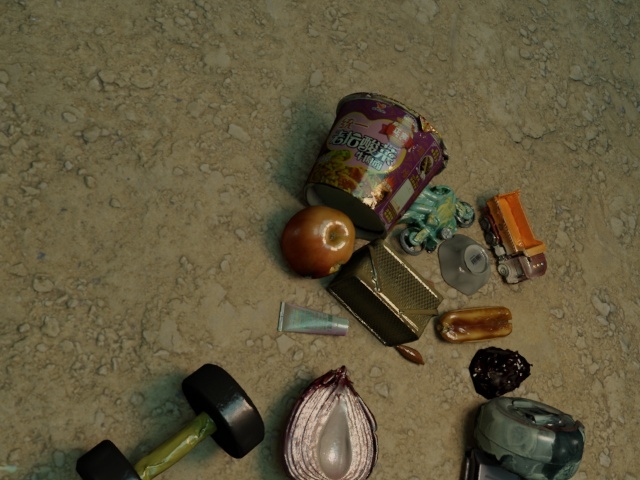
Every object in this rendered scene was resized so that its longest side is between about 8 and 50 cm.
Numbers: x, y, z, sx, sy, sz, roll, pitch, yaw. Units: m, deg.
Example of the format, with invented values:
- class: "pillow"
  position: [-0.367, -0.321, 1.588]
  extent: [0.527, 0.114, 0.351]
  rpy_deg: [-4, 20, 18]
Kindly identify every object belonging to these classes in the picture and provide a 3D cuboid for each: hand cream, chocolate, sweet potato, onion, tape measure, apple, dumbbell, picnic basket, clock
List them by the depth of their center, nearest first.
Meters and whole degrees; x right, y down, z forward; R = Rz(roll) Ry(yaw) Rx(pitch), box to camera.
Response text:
- class: "dumbbell"
  position: [-0.292, 0.418, 1.156]
  extent: [0.323, 0.204, 0.203]
  rpy_deg: [-35, 91, -30]
- class: "onion"
  position: [0.019, 0.433, 1.345]
  extent: [0.227, 0.120, 0.283]
  rpy_deg: [17, 70, -18]
- class: "apple"
  position: [0.000, 0.000, 1.443]
  extent: [0.199, 0.199, 0.199]
  rpy_deg: [8, 71, -23]
- class: "hand cream"
  position: [-0.017, 0.203, 1.452]
  extent: [0.175, 0.047, 0.076]
  rpy_deg: [11, 70, -13]
- class: "picnic basket"
  position: [0.165, 0.135, 1.487]
  extent: [0.267, 0.165, 0.139]
  rpy_deg: [44, 59, -7]
- class: "clock"
  position: [0.449, 0.680, 1.495]
  extent: [0.187, 0.083, 0.253]
  rpy_deg: [21, 66, -18]
- class: "tape measure"
  position: [0.536, 0.499, 1.496]
  extent: [0.257, 0.275, 0.147]
  rpy_deg: [7, 97, -18]
- class: "sweet potato"
  position: [0.242, 0.303, 1.546]
  extent: [0.095, 0.034, 0.034]
  rpy_deg: [36, 62, -12]
- class: "chocolate"
  position: [0.516, 0.357, 1.604]
  extent: [0.156, 0.133, 0.156]
  rpy_deg: [9, 68, -23]

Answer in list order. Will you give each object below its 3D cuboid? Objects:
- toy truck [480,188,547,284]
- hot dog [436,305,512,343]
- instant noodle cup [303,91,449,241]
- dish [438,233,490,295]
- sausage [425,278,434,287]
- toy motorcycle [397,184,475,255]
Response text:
- class: "toy truck"
  position: [0.588, -0.009, 1.753]
  extent: [0.114, 0.135, 0.270]
  rpy_deg: [-14, 80, -29]
- class: "hot dog"
  position: [0.440, 0.239, 1.642]
  extent: [0.250, 0.068, 0.100]
  rpy_deg: [0, 87, -23]
- class: "instant noodle cup"
  position: [0.124, -0.173, 1.490]
  extent: [0.340, 0.340, 0.265]
  rpy_deg: [36, 70, -11]
- class: "dish"
  position: [0.440, 0.062, 1.699]
  extent: [0.191, 0.066, 0.190]
  rpy_deg: [8, 71, -24]
- class: "sausage"
  position: [0.283, 0.122, 1.623]
  extent: [0.083, 0.034, 0.034]
  rpy_deg: [22, 65, -19]
- class: "toy motorcycle"
  position: [0.318, -0.078, 1.664]
  extent: [0.297, 0.109, 0.198]
  rpy_deg: [-32, 86, -31]
